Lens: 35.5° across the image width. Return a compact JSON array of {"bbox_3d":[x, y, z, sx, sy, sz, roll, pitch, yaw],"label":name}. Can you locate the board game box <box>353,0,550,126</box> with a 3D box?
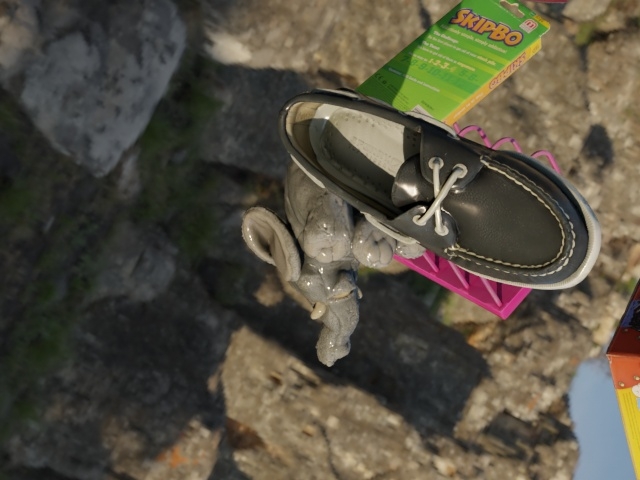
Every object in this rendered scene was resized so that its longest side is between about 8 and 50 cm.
[{"bbox_3d":[0.174,-0.232,1.334,0.259,0.124,0.039,-42,152,-6],"label":"board game box"}]

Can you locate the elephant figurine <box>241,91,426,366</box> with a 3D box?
[{"bbox_3d":[0.000,0.000,1.067,0.239,0.169,0.186,135,-32,-56],"label":"elephant figurine"}]

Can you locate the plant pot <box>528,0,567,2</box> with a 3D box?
[{"bbox_3d":[0.297,-0.507,1.520,0.267,0.235,0.267,-102,-146,-59],"label":"plant pot"}]

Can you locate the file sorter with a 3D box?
[{"bbox_3d":[0.205,-0.062,1.489,0.202,0.290,0.182,-46,131,-12],"label":"file sorter"}]

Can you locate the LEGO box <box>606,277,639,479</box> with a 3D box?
[{"bbox_3d":[0.641,0.303,1.371,0.193,0.372,0.500,-49,128,-43],"label":"LEGO box"}]

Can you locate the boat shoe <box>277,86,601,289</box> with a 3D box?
[{"bbox_3d":[0.085,-0.045,0.832,0.091,0.302,0.114,3,108,-50],"label":"boat shoe"}]
